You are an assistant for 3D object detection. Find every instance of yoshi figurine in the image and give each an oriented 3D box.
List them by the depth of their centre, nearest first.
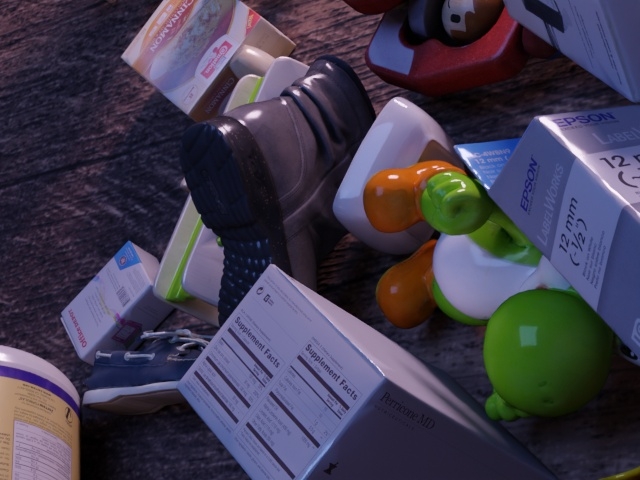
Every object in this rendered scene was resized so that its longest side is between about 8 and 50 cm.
[{"bbox_3d":[0.158,0.051,1.731,0.362,0.203,0.203,23,88,52],"label":"yoshi figurine"}]

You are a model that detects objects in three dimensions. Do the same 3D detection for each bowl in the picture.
[{"bbox_3d":[0.087,-0.057,1.928,0.053,0.142,0.142,24,82,33],"label":"bowl"}]

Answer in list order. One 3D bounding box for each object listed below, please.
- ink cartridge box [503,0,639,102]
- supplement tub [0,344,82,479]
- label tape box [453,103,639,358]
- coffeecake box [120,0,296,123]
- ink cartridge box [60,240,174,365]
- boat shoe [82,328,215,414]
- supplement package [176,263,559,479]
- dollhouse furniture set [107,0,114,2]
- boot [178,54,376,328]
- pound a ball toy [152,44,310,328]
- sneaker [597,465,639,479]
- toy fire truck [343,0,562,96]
[{"bbox_3d":[0.285,-0.249,1.723,0.197,0.114,0.273,-27,29,-7],"label":"ink cartridge box"},{"bbox_3d":[-0.373,0.302,2.061,0.241,0.241,0.331,-27,49,30],"label":"supplement tub"},{"bbox_3d":[0.301,-0.044,1.616,0.347,0.249,0.115,-126,36,-47],"label":"label tape box"},{"bbox_3d":[-0.134,-0.223,2.300,0.142,0.068,0.185,-52,41,3],"label":"coffeecake box"},{"bbox_3d":[-0.228,0.077,2.210,0.122,0.052,0.088,-45,41,11],"label":"ink cartridge box"},{"bbox_3d":[-0.159,0.136,2.077,0.254,0.095,0.079,-15,66,49],"label":"boat shoe"},{"bbox_3d":[0.044,0.172,1.721,0.145,0.262,0.204,-53,41,5],"label":"supplement package"},{"bbox_3d":[-0.196,-0.494,2.329,0.362,0.256,0.394,-45,40,-11],"label":"dollhouse furniture set"},{"bbox_3d":[0.000,0.000,1.961,0.118,0.338,0.223,8,27,43],"label":"boot"},{"bbox_3d":[-0.062,-0.060,2.104,0.319,0.136,0.208,-68,16,-13],"label":"pound a ball toy"},{"bbox_3d":[0.306,0.199,1.598,0.175,0.067,0.064,-27,47,27],"label":"sneaker"},{"bbox_3d":[0.174,-0.283,1.964,0.254,0.169,0.302,21,82,46],"label":"toy fire truck"}]
